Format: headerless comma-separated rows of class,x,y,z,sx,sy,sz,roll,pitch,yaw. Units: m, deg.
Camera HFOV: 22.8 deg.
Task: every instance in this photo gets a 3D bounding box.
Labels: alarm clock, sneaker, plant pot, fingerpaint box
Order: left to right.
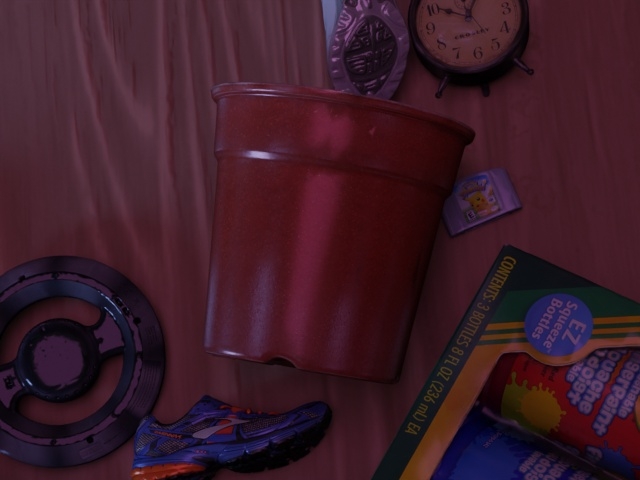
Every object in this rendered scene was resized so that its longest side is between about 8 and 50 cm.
sneaker,-0.097,0.197,1.645,0.221,0.083,0.087,-14,69,3
plant pot,0.000,0.000,1.596,0.272,0.272,0.265,9,86,11
sneaker,0.039,-0.253,1.731,0.090,0.115,0.232,-5,100,-10
alarm clock,0.158,-0.252,1.721,0.129,0.064,0.192,-13,77,6
fingerpaint box,0.237,0.282,1.480,0.371,0.163,0.445,26,77,24

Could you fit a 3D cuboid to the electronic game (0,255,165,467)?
electronic game,-0.280,0.129,1.704,0.229,0.048,0.229,-1,78,3

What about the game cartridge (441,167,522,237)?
game cartridge,0.167,-0.043,1.694,0.083,0.017,0.056,-23,70,3
